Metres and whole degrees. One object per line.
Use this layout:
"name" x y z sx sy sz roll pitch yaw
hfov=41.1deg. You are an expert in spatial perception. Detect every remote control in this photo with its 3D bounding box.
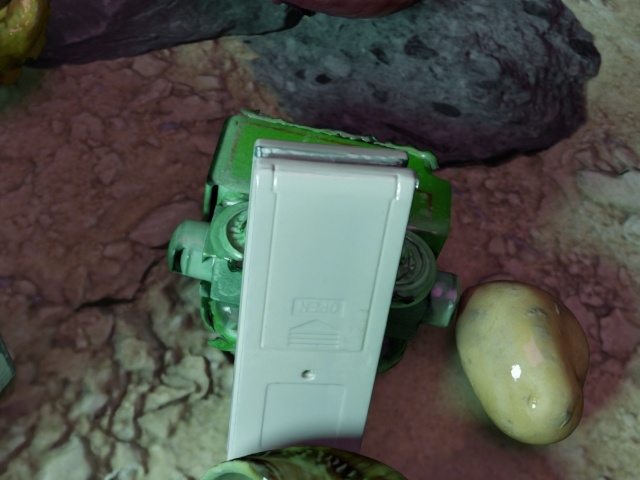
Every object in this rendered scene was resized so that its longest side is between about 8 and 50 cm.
"remote control" -0.008 0.061 0.615 0.102 0.277 0.055 4 34 -7

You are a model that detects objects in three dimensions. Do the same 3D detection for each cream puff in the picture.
"cream puff" -0.339 -0.214 0.803 0.189 0.129 0.189 0 65 -1

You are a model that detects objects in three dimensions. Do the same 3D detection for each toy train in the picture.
"toy train" 0.000 0.000 0.737 0.243 0.132 0.188 13 50 -2

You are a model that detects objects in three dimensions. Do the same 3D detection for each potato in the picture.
"potato" 0.171 0.099 0.720 0.112 0.112 0.147 -7 65 -14

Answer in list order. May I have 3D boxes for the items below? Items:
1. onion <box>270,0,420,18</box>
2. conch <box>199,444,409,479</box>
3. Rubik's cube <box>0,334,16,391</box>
"onion" 0.009 -0.408 0.893 0.347 0.285 0.348 11 53 -15
"conch" 0.009 0.237 0.602 0.124 0.187 0.182 6 77 -51
"Rubik's cube" -0.392 0.076 0.544 0.259 0.256 0.253 29 59 7
